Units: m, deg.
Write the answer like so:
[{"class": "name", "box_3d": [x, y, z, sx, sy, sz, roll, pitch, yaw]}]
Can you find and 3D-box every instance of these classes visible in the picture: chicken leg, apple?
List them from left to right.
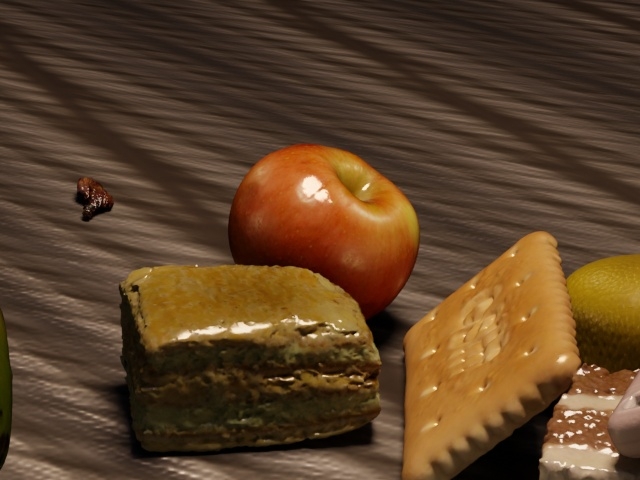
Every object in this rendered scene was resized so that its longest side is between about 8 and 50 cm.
[{"class": "chicken leg", "box_3d": [-0.225, -0.043, 1.610, 0.036, 0.021, 0.083, 6, 25, -19]}, {"class": "apple", "box_3d": [0.000, 0.000, 1.349, 0.163, 0.139, 0.163, 27, 31, -18]}]

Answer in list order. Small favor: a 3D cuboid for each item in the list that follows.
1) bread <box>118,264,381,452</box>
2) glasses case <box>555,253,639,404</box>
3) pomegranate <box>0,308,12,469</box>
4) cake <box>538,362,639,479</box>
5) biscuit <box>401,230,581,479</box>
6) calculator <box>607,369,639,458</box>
[{"class": "bread", "box_3d": [-0.052, 0.084, 1.214, 0.196, 0.102, 0.138, 0, 25, -10]}, {"class": "glasses case", "box_3d": [0.356, 0.091, 1.185, 0.371, 0.141, 0.173, 8, 24, 14]}, {"class": "pomegranate", "box_3d": [-0.317, 0.103, 1.052, 0.248, 0.214, 0.214, -24, 1, 42]}, {"class": "cake", "box_3d": [0.203, 0.166, 0.991, 0.134, 0.135, 0.147, 3, 19, 11]}, {"class": "biscuit", "box_3d": [0.120, 0.084, 1.195, 0.030, 0.160, 0.250, 45, 19, -14]}, {"class": "calculator", "box_3d": [0.232, 0.077, 0.948, 0.100, 0.032, 0.175, -25, 8, 34]}]
